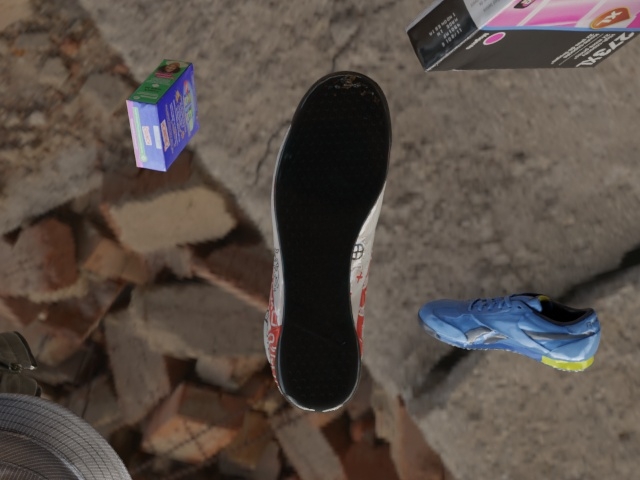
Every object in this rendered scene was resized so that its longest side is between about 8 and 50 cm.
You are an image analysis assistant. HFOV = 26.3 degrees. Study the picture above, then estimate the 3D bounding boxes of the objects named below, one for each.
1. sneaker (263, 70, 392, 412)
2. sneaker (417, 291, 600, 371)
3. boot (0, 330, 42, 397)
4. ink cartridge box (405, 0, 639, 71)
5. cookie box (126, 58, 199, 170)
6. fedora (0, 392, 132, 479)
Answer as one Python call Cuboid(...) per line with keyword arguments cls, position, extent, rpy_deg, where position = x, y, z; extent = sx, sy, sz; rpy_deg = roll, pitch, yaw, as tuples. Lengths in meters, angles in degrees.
Cuboid(cls="sneaker", position=(-0.001, 0.001, 1.124), extent=(0.090, 0.145, 0.270), rpy_deg=(4, 90, -6))
Cuboid(cls="sneaker", position=(0.211, 0.083, 1.534), extent=(0.209, 0.069, 0.082), rpy_deg=(11, 125, 21))
Cuboid(cls="boot", position=(-0.364, 0.091, 1.309), extent=(0.161, 0.246, 0.083), rpy_deg=(12, 123, -37))
Cuboid(cls="ink cartridge box", position=(0.277, -0.249, 1.441), extent=(0.176, 0.371, 0.069), rpy_deg=(-37, 71, 44))
Cuboid(cls="cookie box", position=(-0.183, -0.148, 1.605), extent=(0.040, 0.107, 0.091), rpy_deg=(8, 125, 16))
Cuboid(cls="fedora", position=(-0.298, 0.265, 1.150), extent=(0.275, 0.124, 0.243), rpy_deg=(-20, 119, 11))
